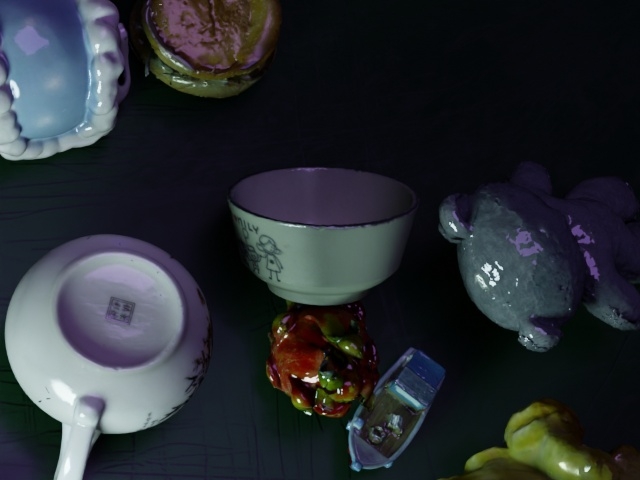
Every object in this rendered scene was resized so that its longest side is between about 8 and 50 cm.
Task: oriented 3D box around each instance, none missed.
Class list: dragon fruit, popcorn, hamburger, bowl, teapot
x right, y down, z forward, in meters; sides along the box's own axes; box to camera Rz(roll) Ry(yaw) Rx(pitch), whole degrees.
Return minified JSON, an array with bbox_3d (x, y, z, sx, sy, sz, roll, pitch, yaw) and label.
[{"bbox_3d":[0.013,0.122,1.737,0.142,0.175,0.138,38,81,-8],"label":"dragon fruit"},{"bbox_3d":[0.235,0.311,1.682,0.276,0.225,0.276,7,70,-19],"label":"popcorn"},{"bbox_3d":[-0.138,-0.241,1.857,0.177,0.113,0.185,46,69,-3],"label":"hamburger"},{"bbox_3d":[0.000,0.000,1.766,0.211,0.211,0.112,-4,110,-21],"label":"bowl"},{"bbox_3d":[-0.223,0.114,1.658,0.208,0.166,0.299,23,70,-17],"label":"teapot"}]

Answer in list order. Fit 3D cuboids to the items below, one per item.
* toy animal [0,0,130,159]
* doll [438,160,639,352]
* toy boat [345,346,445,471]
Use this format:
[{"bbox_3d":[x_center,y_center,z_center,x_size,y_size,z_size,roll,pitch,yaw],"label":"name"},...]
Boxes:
[{"bbox_3d":[-0.301,-0.207,1.754,0.204,0.156,0.208,-15,78,-20],"label":"toy animal"},{"bbox_3d":[0.272,0.021,1.882,0.340,0.158,0.246,-15,65,-54],"label":"doll"},{"bbox_3d":[0.079,0.187,1.773,0.069,0.059,0.173,39,61,0],"label":"toy boat"}]
